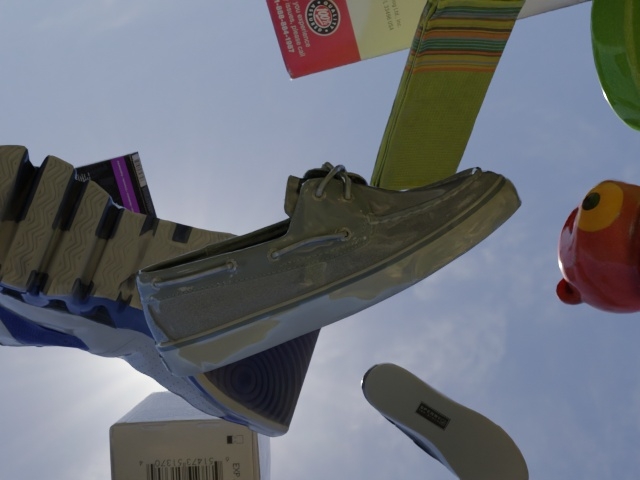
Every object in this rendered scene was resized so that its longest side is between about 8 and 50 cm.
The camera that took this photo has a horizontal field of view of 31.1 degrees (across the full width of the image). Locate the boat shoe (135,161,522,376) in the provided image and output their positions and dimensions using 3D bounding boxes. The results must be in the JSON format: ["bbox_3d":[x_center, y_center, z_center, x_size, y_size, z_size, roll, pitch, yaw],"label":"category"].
[{"bbox_3d":[0.000,0.000,0.655,0.228,0.081,0.079,-25,-171,5],"label":"boat shoe"}]

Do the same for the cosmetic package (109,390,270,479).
[{"bbox_3d":[-0.133,0.242,1.266,0.153,0.129,0.296,-3,179,1],"label":"cosmetic package"}]

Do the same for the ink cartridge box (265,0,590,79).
[{"bbox_3d":[0.113,-0.369,1.232,0.385,0.279,0.160,-13,-149,5],"label":"ink cartridge box"}]

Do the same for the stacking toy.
[{"bbox_3d":[0.248,-0.113,0.830,0.130,0.279,0.309,0,-140,45],"label":"stacking toy"}]

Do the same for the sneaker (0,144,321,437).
[{"bbox_3d":[-0.164,0.042,0.918,0.182,0.316,0.127,-20,-137,59],"label":"sneaker"}]

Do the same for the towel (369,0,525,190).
[{"bbox_3d":[0.123,-0.141,1.142,0.102,0.237,0.021,-4,-136,-23],"label":"towel"}]

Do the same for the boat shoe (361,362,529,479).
[{"bbox_3d":[0.091,0.137,0.841,0.049,0.142,0.040,-52,178,-7],"label":"boat shoe"}]

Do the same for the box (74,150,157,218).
[{"bbox_3d":[-0.279,-0.034,1.389,0.162,0.116,0.029,-12,-170,17],"label":"box"}]
